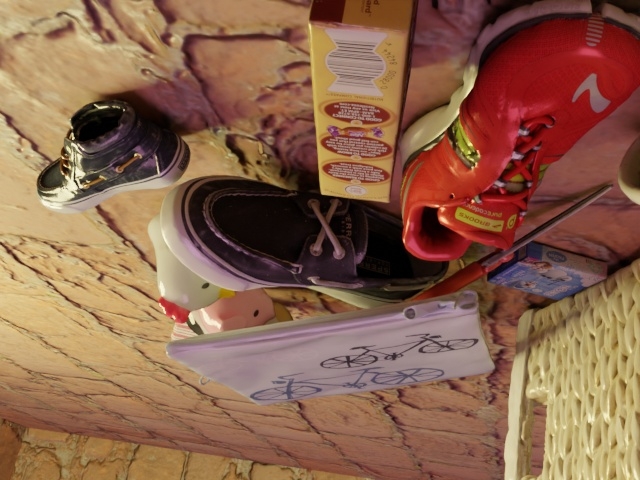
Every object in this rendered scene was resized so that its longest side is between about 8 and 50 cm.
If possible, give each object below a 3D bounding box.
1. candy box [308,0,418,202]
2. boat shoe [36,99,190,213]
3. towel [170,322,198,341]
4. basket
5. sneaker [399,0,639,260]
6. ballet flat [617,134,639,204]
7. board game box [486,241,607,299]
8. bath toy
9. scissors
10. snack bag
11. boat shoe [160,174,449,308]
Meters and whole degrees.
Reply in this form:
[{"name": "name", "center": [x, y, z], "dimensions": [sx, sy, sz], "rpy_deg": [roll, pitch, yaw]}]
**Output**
[{"name": "candy box", "center": [0.028, -0.111, 0.484], "dimensions": [0.053, 0.109, 0.186], "rpy_deg": [7, 157, 7]}, {"name": "boat shoe", "center": [-0.210, -0.079, 0.738], "dimensions": [0.183, 0.065, 0.083], "rpy_deg": [-11, 147, 31]}, {"name": "towel", "center": [-0.159, 0.144, 1.295], "dimensions": [0.144, 0.029, 0.197], "rpy_deg": [14, 155, -9]}, {"name": "basket", "center": [0.399, 0.226, 0.853], "dimensions": [0.331, 0.328, 0.266], "rpy_deg": [15, 155, -10]}, {"name": "sneaker", "center": [0.130, -0.055, 0.560], "dimensions": [0.107, 0.118, 0.279], "rpy_deg": [13, 158, -9]}, {"name": "ballet flat", "center": [0.258, -0.094, 0.425], "dimensions": [0.139, 0.139, 0.400], "rpy_deg": [9, 159, 3]}, {"name": "board game box", "center": [0.235, 0.034, 0.858], "dimensions": [0.090, 0.020, 0.090], "rpy_deg": [14, 158, -11]}, {"name": "bath toy", "center": [-0.116, 0.079, 0.983], "dimensions": [0.152, 0.129, 0.348], "rpy_deg": [7, 157, 9]}, {"name": "scissors", "center": [0.161, 0.025, 0.792], "dimensions": [0.109, 0.021, 0.297], "rpy_deg": [-24, 171, -25]}, {"name": "snack bag", "center": [0.024, 0.126, 0.914], "dimensions": [0.323, 0.037, 0.342], "rpy_deg": [-10, 159, 11]}, {"name": "boat shoe", "center": [0.000, 0.000, 0.765], "dimensions": [0.301, 0.108, 0.102], "rpy_deg": [20, 151, -37]}]
